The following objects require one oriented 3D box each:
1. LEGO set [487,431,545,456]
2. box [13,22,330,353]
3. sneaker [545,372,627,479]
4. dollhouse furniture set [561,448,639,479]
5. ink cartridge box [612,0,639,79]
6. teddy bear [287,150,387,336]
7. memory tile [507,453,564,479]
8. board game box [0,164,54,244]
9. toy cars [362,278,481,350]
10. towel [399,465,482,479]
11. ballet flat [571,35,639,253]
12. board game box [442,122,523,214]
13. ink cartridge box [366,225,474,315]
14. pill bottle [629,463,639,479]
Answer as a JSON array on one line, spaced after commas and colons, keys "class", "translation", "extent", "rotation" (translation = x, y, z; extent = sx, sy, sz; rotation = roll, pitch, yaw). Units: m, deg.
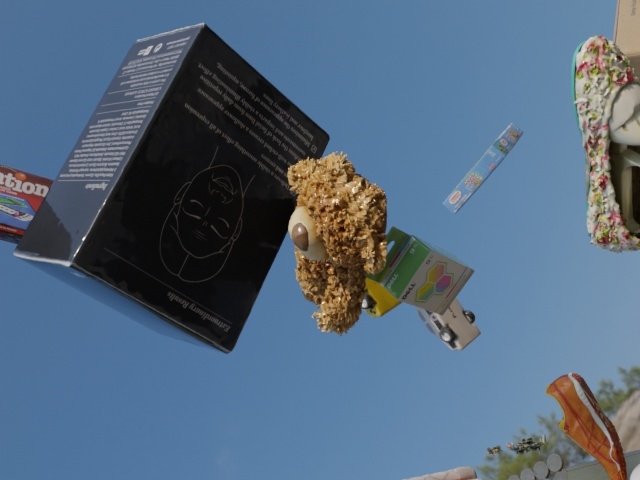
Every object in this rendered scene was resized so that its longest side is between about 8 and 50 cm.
[{"class": "LEGO set", "translation": [0.260, 0.273, 1.017], "extent": [0.054, 0.083, 0.023], "rotation": [0, -115, -32]}, {"class": "box", "translation": [-0.214, -0.074, 1.192], "extent": [0.293, 0.212, 0.395], "rotation": [38, -112, -37]}, {"class": "sneaker", "translation": [0.397, 0.282, 1.156], "extent": [0.067, 0.175, 0.064], "rotation": [-33, -11, 24]}, {"class": "dollhouse furniture set", "translation": [0.562, 0.522, 1.177], "extent": [0.394, 0.256, 0.362], "rotation": [66, -161, -9]}, {"class": "ink cartridge box", "translation": [0.503, -0.284, 1.053], "extent": [0.235, 0.193, 0.088], "rotation": [-66, -33, -40]}, {"class": "teddy bear", "translation": [0.000, 0.000, 1.064], "extent": [0.113, 0.338, 0.245], "rotation": [1, -83, -9]}, {"class": "memory tile", "translation": [0.454, 0.516, 1.597], "extent": [0.012, 0.113, 0.148], "rotation": [19, -47, -36]}, {"class": "board game box", "translation": [-0.544, -0.073, 1.223], "extent": [0.281, 0.145, 0.027], "rotation": [16, -50, -21]}, {"class": "toy cars", "translation": [0.175, 0.124, 1.713], "extent": [0.393, 0.087, 0.176], "rotation": [24, -127, -18]}, {"class": "towel", "translation": [-0.009, 0.370, 0.750], "extent": [0.317, 0.053, 0.332], "rotation": [-2, -66, -19]}, {"class": "ballet flat", "translation": [0.312, -0.091, 0.792], "extent": [0.091, 0.077, 0.241], "rotation": [-33, -57, -25]}, {"class": "board game box", "translation": [0.339, -0.151, 1.602], "extent": [0.160, 0.039, 0.211], "rotation": [-53, -7, 30]}, {"class": "ink cartridge box", "translation": [0.180, 0.059, 1.414], "extent": [0.209, 0.062, 0.109], "rotation": [23, -75, -46]}, {"class": "pill bottle", "translation": [0.405, 0.261, 0.804], "extent": [0.124, 0.124, 0.221], "rotation": [3, -44, -49]}]
